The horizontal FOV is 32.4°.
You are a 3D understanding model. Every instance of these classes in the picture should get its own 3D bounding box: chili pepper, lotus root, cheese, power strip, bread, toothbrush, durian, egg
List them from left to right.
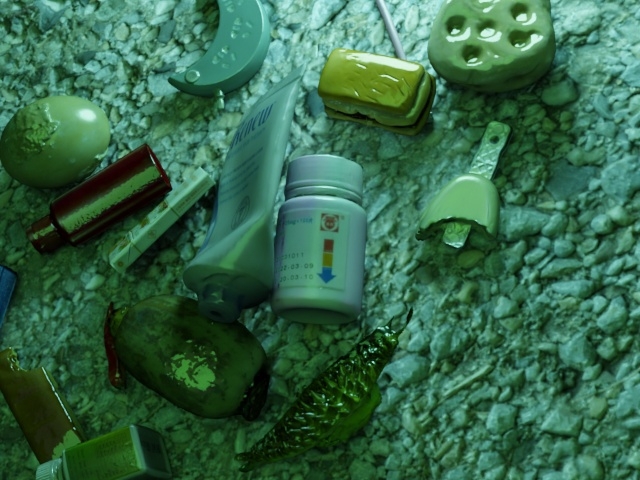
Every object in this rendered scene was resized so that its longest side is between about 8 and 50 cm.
[{"bbox_3d":[-0.478,0.275,1.863,0.088,0.049,0.226,-35,68,1],"label":"bread"},{"bbox_3d":[-0.468,-0.174,1.941,0.201,0.164,0.164,-23,69,0],"label":"egg"},{"bbox_3d":[-0.351,0.181,1.867,0.027,0.045,0.178,-12,65,0],"label":"chili pepper"},{"bbox_3d":[-0.224,0.182,1.780,0.309,0.173,0.173,25,80,21],"label":"lotus root"},{"bbox_3d":[-0.177,-0.353,1.988,0.167,0.054,0.253,8,74,16],"label":"power strip"},{"bbox_3d":[0.025,0.252,1.717,0.375,0.132,0.107,-41,56,4],"label":"durian"},{"bbox_3d":[0.094,-0.256,1.878,0.200,0.077,0.116,16,77,24],"label":"bread"},{"bbox_3d":[0.141,-0.328,1.927,0.025,0.020,0.287,-18,70,-2],"label":"toothbrush"},{"bbox_3d":[0.253,-0.091,1.811,0.127,0.050,0.235,19,77,20],"label":"cheese"},{"bbox_3d":[0.292,-0.343,1.846,0.235,0.117,0.218,-42,70,-4],"label":"cheese"}]

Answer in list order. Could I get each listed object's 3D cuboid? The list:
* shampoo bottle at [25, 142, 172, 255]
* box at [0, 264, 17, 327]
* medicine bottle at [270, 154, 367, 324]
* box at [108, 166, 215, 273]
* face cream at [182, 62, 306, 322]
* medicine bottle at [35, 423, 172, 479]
[{"bbox_3d":[-0.393,-0.064,1.940,0.260,0.064,0.102,-32,72,2],"label":"shampoo bottle"},{"bbox_3d":[-0.704,0.142,1.917,0.278,0.116,0.262,10,76,18],"label":"box"},{"bbox_3d":[0.000,0.000,1.787,0.152,0.152,0.255,-1,72,13],"label":"medicine bottle"},{"bbox_3d":[-0.273,-0.037,1.882,0.220,0.122,0.032,-44,105,-3],"label":"box"},{"bbox_3d":[-0.116,-0.068,1.784,0.137,0.235,0.420,23,63,-22],"label":"face cream"},{"bbox_3d":[-0.350,0.368,1.760,0.188,0.132,0.088,-21,71,6],"label":"medicine bottle"}]
